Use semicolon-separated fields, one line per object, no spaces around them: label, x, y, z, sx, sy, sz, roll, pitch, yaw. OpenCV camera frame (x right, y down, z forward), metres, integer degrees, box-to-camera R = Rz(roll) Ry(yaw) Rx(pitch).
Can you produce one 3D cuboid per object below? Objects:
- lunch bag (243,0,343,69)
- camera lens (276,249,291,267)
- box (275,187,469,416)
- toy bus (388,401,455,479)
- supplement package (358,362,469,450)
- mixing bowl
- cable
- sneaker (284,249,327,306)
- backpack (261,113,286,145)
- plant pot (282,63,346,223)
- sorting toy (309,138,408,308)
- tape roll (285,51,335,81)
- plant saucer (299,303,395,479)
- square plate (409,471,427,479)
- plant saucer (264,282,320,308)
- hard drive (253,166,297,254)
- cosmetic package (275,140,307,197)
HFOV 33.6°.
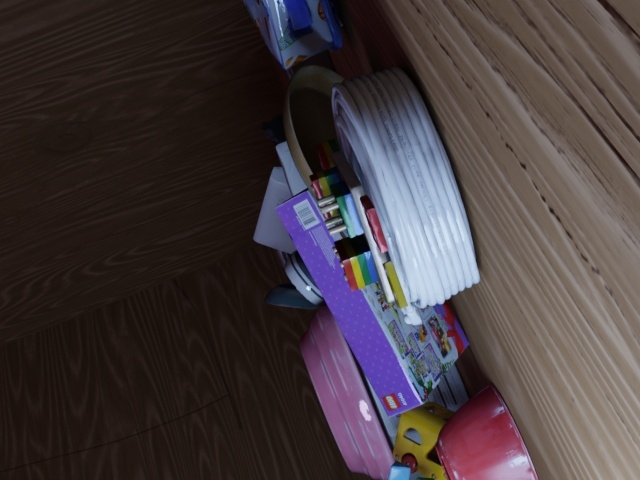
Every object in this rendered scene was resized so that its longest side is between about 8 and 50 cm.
lunch bag;-0.059;-0.384;1.410;0.243;0.114;0.303;-118;7;-59
camera lens;0.000;0.000;2.608;0.274;0.219;0.220;-137;26;-87
box;0.073;0.051;1.348;0.293;0.057;0.201;62;-150;-3
toy bus;0.204;0.307;1.555;0.191;0.202;0.105;-77;-3;-80
supplement package;0.155;0.245;1.829;0.262;0.145;0.204;73;175;-68
mixing bowl;0.208;0.286;1.362;0.181;0.098;0.182;159;90;-90
cable;0.088;-0.055;1.115;0.257;0.089;0.257;74;176;-72
sneaker;0.038;0.038;2.016;0.126;0.127;0.321;50;-164;9
backpack;-0.022;-0.201;2.210;0.115;0.151;0.182;67;-175;31
plant pot;0.028;-0.106;1.310;0.236;0.032;0.236;37;-141;-37
sorting toy;0.032;-0.008;1.107;0.274;0.046;0.132;-114;4;-68
tape roll;-0.016;-0.291;1.917;0.219;0.072;0.219;160;90;-89
plant saucer;0.044;0.279;1.885;0.332;0.084;0.332;159;90;-90
square plate;0.267;0.535;1.860;0.344;0.049;0.347;67;-161;6
plant saucer;0.021;0.133;2.581;0.317;0.317;0.044;-131;43;-86
hard drive;-0.031;-0.045;2.322;0.307;0.203;0.040;113;176;-64
cosmetic package;0.050;-0.026;1.712;0.385;0.156;0.217;69;179;-76
